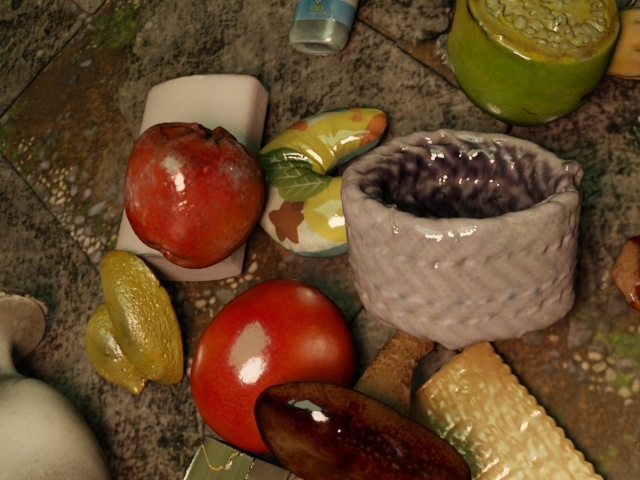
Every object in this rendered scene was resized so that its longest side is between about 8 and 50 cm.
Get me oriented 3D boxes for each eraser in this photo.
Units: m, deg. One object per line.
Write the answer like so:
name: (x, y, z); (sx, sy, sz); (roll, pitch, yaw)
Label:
eraser: (-0.171, -0.086, 1.278); (0.174, 0.095, 0.270); (-2, 67, 20)

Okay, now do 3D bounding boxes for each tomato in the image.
tomato: (-0.048, 0.141, 1.050); (0.195, 0.195, 0.136); (-52, 42, -3)

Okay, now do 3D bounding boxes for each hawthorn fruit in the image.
hawthorn fruit: (-0.151, -0.053, 1.123); (0.172, 0.173, 0.173); (-12, 62, 23)

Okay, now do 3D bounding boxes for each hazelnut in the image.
hazelnut: (0.339, 0.034, 0.969); (0.086, 0.086, 0.086); (-12, 62, 23)

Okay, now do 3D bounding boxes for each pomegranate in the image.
pomegranate: (0.258, -0.224, 1.094); (0.240, 0.159, 0.190); (-24, 62, -18)

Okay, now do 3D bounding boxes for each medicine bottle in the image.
medicine bottle: (0.019, -0.361, 1.328); (0.090, 0.053, 0.209); (7, 77, 32)

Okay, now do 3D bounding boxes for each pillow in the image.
pillow: (0.013, -0.077, 1.176); (0.214, 0.086, 0.233); (-30, 41, -2)

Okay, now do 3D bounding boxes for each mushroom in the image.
mushroom: (0.058, 0.154, 0.980); (0.226, 0.148, 0.218); (27, 52, -8)

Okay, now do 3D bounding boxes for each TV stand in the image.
TV stand: (-0.136, 0.358, 1.051); (0.082, 0.088, 0.270); (18, 76, 34)

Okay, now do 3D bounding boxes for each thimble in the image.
thimble: (0.148, -0.005, 0.992); (0.245, 0.157, 0.217); (0, 34, 12)

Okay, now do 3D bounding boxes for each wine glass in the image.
wine glass: (-0.380, 0.236, 1.180); (0.190, 0.190, 0.357); (-38, 56, 6)

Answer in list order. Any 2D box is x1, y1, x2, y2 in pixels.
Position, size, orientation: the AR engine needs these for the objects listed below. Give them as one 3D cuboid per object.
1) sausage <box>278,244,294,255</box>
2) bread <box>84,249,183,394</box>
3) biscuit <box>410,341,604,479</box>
sausage: (0.000, 0.000, 1.190); (0.116, 0.026, 0.026); (-10, 63, 24)
bread: (-0.255, 0.108, 1.208); (0.149, 0.065, 0.188); (-13, 96, 33)
biscuit: (0.182, 0.235, 0.978); (0.160, 0.030, 0.250); (-43, 55, 5)
